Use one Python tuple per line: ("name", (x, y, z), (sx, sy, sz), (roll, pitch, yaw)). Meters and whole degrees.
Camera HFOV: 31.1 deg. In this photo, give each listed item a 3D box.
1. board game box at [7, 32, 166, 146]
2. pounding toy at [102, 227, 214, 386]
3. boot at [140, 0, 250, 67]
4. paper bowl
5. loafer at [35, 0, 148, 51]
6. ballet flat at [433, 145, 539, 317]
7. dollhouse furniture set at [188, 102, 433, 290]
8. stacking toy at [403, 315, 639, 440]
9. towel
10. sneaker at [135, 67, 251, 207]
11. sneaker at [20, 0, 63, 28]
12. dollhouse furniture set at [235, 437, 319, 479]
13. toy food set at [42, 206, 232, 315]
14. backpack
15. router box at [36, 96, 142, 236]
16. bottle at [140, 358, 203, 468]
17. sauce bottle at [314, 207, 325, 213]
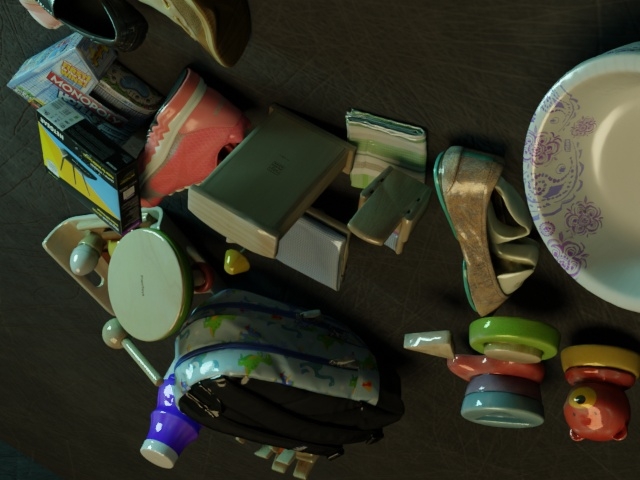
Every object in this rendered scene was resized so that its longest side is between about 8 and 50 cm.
("board game box", (-0.331, -0.224, 1.663), (0.194, 0.060, 0.194), (36, 148, -15))
("pounding toy", (-0.255, 0.093, 1.888), (0.183, 0.110, 0.237), (30, 112, 35))
("boot", (-0.188, -0.305, 1.429), (0.165, 0.077, 0.213), (20, 163, 26))
("paper bowl", (0.372, -0.074, 1.228), (0.284, 0.148, 0.284), (21, 122, 40))
("loafer", (-0.320, -0.317, 1.468), (0.223, 0.078, 0.076), (36, 109, 11))
("ballet flat", (0.235, 0.001, 1.546), (0.106, 0.107, 0.316), (1, 142, 23))
("dollhouse furniture set", (-0.035, 0.019, 1.608), (0.286, 0.198, 0.303), (30, 144, 16))
("stacking toy", (0.291, 0.222, 1.719), (0.279, 0.130, 0.309), (22, 156, -34))
("towel", (0.088, -0.109, 1.562), (0.113, 0.023, 0.152), (18, 147, 15))
("sneaker", (-0.194, -0.114, 1.672), (0.136, 0.116, 0.314), (29, 148, -7))
("sneaker", (-0.340, -0.315, 1.555), (0.134, 0.051, 0.070), (14, 161, 7))
("dollhouse furniture set", (-0.076, 0.346, 2.275), (0.259, 0.135, 0.262), (2, 142, 52))
("toy food set", (-0.320, 0.054, 2.023), (0.306, 0.092, 0.220), (-4, 137, 39))
("backpack", (-0.083, 0.232, 1.962), (0.355, 0.273, 0.290), (4, 156, -35))
("router box", (-0.333, -0.106, 1.663), (0.179, 0.046, 0.133), (37, 146, 25))
("bottle", (-0.236, 0.280, 2.109), (0.118, 0.283, 0.092), (24, 148, 7))
("sauce bottle", (0.000, 0.000, 1.764), (0.042, 0.042, 0.128), (15, 148, 18))
